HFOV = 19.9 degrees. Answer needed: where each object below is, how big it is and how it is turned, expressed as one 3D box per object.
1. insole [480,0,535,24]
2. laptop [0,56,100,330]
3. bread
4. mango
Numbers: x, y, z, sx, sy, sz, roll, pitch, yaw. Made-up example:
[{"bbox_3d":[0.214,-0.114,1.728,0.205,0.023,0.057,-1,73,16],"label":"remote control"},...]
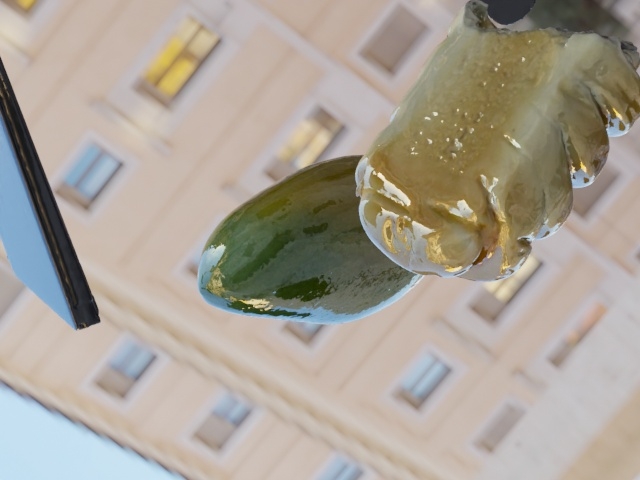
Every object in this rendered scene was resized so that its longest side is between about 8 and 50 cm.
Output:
[{"bbox_3d":[0.130,-0.302,1.699,0.253,0.086,0.005,53,166,-31],"label":"insole"},{"bbox_3d":[-0.176,-0.053,0.996,0.135,0.016,0.197,28,139,60],"label":"laptop"},{"bbox_3d":[0.095,-0.054,0.974,0.119,0.177,0.084,27,164,36],"label":"bread"},{"bbox_3d":[0.000,0.000,1.542,0.251,0.156,0.114,-1,-133,-43],"label":"mango"}]
